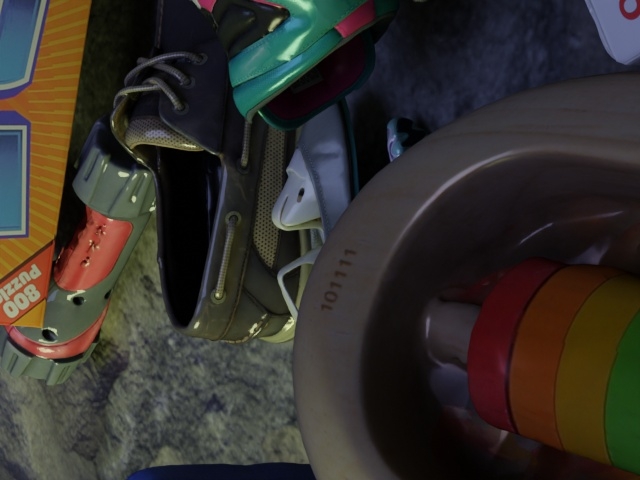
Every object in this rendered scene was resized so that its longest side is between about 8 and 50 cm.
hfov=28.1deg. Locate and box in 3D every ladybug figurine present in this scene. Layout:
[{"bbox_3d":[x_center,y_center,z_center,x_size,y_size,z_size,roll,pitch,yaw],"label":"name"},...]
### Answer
[{"bbox_3d":[0.173,0.075,0.628,0.449,0.162,0.305,19,83,49],"label":"ladybug figurine"}]

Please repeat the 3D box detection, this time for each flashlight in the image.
[{"bbox_3d":[-0.215,0.010,1.144,0.304,0.103,0.103,123,158,-44],"label":"flashlight"}]

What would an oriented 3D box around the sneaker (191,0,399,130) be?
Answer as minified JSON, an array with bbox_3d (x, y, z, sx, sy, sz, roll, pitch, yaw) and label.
[{"bbox_3d":[-0.046,-0.161,0.825,0.178,0.124,0.295,62,163,-19],"label":"sneaker"}]

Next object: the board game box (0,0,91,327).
[{"bbox_3d":[-0.438,-0.145,1.104,0.356,0.356,0.357,18,100,57],"label":"board game box"}]

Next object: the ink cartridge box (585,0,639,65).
[{"bbox_3d":[0.219,-0.203,0.615,0.219,0.092,0.160,-32,72,48],"label":"ink cartridge box"}]

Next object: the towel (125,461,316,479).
[{"bbox_3d":[0.067,0.192,0.758,0.336,0.243,0.040,16,95,46],"label":"towel"}]

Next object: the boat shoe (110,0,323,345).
[{"bbox_3d":[-0.078,-0.094,0.952,0.132,0.130,0.355,-13,87,49],"label":"boat shoe"}]

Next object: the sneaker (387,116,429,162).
[{"bbox_3d":[0.055,-0.030,0.880,0.069,0.038,0.098,-35,70,46],"label":"sneaker"}]

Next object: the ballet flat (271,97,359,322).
[{"bbox_3d":[0.000,0.000,0.902,0.072,0.068,0.213,-143,43,-75],"label":"ballet flat"}]
